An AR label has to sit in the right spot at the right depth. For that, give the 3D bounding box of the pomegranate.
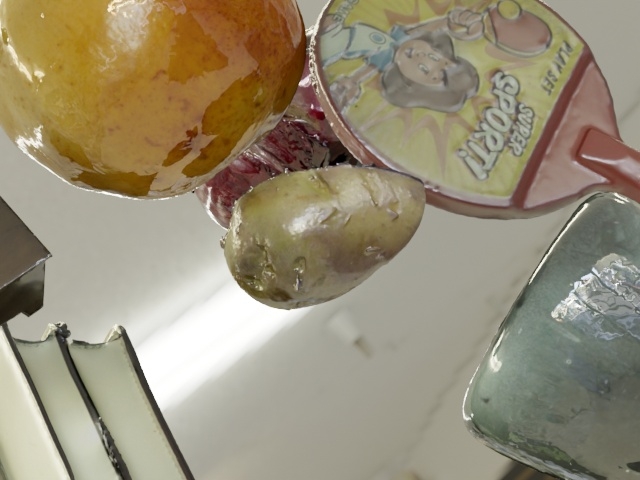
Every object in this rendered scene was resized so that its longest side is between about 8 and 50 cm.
[{"bbox_3d":[-0.150,-0.164,1.582,0.264,0.264,0.264,-40,-15,-13],"label":"pomegranate"}]

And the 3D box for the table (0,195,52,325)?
[{"bbox_3d":[-0.269,0.029,1.561,0.083,0.070,0.082,-35,-19,-25],"label":"table"}]

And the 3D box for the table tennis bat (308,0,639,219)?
[{"bbox_3d":[0.183,-0.117,1.835,0.268,0.414,0.051,-61,-2,-32],"label":"table tennis bat"}]

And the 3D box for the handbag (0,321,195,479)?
[{"bbox_3d":[-0.233,0.264,1.773,0.160,0.358,0.237,5,-54,-33],"label":"handbag"}]

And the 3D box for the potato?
[{"bbox_3d":[0.000,0.000,1.574,0.172,0.089,0.100,-25,-45,15],"label":"potato"}]

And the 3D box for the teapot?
[{"bbox_3d":[0.298,0.094,1.532,0.305,0.285,0.223,-51,-12,-33],"label":"teapot"}]

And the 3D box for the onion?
[{"bbox_3d":[-0.003,-0.122,2.311,0.314,0.232,0.314,-43,-18,-17],"label":"onion"}]
